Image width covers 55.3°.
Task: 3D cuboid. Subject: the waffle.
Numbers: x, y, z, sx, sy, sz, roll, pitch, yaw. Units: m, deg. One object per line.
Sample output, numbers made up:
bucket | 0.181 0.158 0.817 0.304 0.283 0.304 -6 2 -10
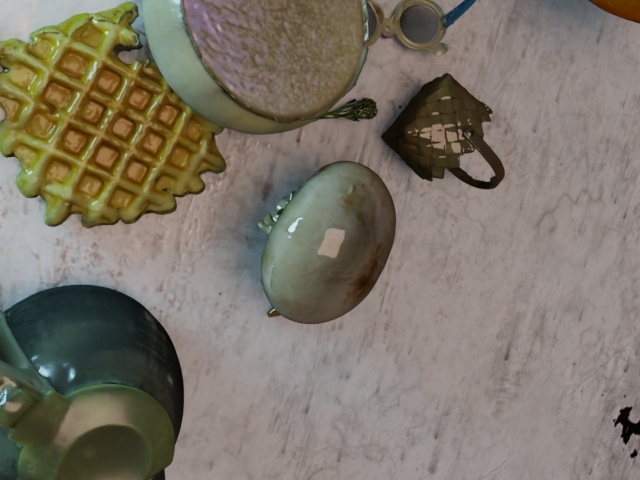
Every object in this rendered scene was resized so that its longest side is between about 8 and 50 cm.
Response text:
waffle | -0.236 -0.138 0.716 0.261 0.056 0.249 -25 111 -24

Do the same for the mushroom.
mushroom | 0.000 0.000 0.803 0.178 0.226 0.226 23 89 10

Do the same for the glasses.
glasses | 0.132 -0.351 0.798 0.190 0.220 0.088 -4 64 -26

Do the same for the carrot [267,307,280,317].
carrot | -0.011 0.089 0.899 0.142 0.035 0.035 -9 105 -20

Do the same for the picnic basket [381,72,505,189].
picnic basket | 0.198 -0.143 0.902 0.178 0.128 0.137 40 83 -11

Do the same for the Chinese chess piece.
Chinese chess piece | -0.070 -0.260 0.715 0.270 0.112 0.269 -2 92 -37

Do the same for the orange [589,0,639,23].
orange | 0.508 -0.500 0.827 0.423 0.424 0.326 62 40 -24

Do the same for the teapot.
teapot | -0.267 0.149 0.655 0.240 0.239 0.321 -24 110 -23

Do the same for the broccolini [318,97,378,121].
broccolini | 0.017 -0.183 0.860 0.140 0.030 0.035 -8 96 -22
